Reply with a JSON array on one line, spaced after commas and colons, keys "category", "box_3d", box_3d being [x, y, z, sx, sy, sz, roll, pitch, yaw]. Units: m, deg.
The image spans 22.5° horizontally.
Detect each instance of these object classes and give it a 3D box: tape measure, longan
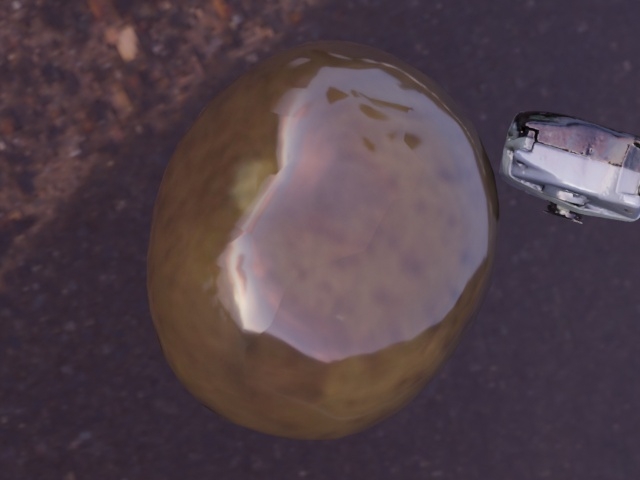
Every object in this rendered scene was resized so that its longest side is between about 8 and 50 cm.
[{"category": "tape measure", "box_3d": [0.296, -0.082, 1.844, 0.181, 0.182, 0.107, 35, 72, -71]}, {"category": "longan", "box_3d": [0.000, 0.000, 1.587, 0.404, 0.336, 0.404, -46, 146, -43]}]
